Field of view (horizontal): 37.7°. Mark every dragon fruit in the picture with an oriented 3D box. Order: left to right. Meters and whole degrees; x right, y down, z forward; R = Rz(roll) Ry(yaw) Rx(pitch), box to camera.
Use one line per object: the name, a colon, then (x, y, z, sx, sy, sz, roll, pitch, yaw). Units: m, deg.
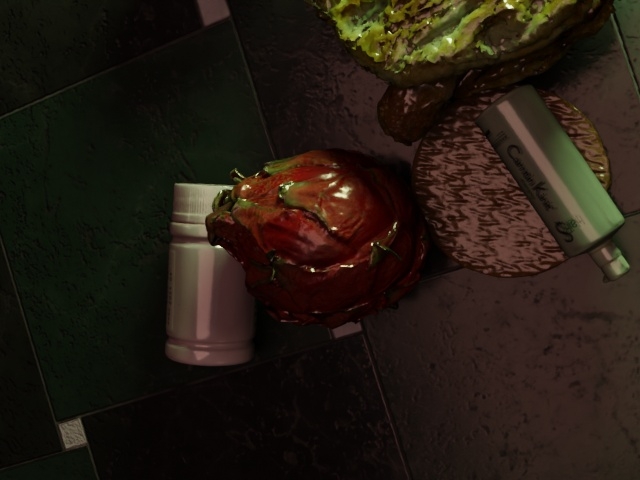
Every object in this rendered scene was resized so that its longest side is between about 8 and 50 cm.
dragon fruit: (0.000, 0.000, 1.213, 0.298, 0.244, 0.244, 7, 96, -11)

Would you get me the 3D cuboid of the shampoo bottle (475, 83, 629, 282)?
shampoo bottle: (0.297, -0.066, 1.160, 0.085, 0.085, 0.262, -35, 82, 17)

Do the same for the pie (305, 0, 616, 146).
pie: (0.148, -0.374, 1.129, 0.395, 0.180, 0.418, -28, 73, 15)

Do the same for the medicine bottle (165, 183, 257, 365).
medicine bottle: (-0.152, 0.045, 1.333, 0.133, 0.133, 0.250, 4, 96, 19)

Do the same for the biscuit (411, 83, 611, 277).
biscuit: (0.249, -0.078, 1.239, 0.261, 0.037, 0.262, 1, 93, 18)
